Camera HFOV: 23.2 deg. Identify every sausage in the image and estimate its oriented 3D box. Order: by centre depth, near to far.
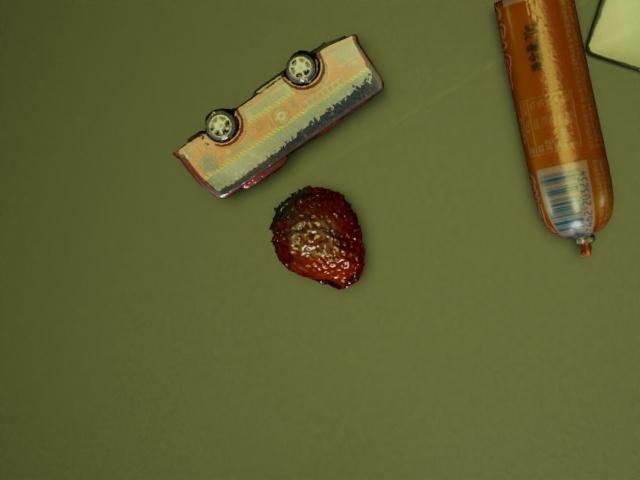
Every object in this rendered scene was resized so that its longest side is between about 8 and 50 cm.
[{"bbox_3d":[0.207,-0.100,1.353,0.071,0.071,0.234,-11,88,5],"label":"sausage"}]

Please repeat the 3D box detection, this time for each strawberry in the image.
[{"bbox_3d":[0.000,0.000,1.369,0.083,0.083,0.096,-31,96,4],"label":"strawberry"}]

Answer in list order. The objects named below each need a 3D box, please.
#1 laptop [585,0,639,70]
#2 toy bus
[{"bbox_3d":[0.386,-0.213,1.363,0.269,0.015,0.187,18,92,5],"label":"laptop"},{"bbox_3d":[-0.036,-0.110,1.379,0.192,0.065,0.077,-35,94,4],"label":"toy bus"}]
